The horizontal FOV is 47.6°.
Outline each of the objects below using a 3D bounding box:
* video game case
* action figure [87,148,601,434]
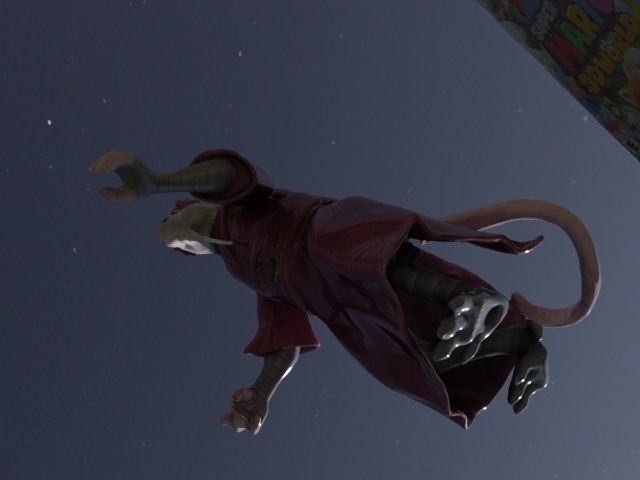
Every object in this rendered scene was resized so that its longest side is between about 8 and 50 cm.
[{"bbox_3d":[0.134,-0.110,0.363,0.015,0.119,0.166,-45,-91,-5],"label":"video game case"},{"bbox_3d":[0.000,0.000,0.599,0.370,0.248,0.275,21,-135,41],"label":"action figure"}]
